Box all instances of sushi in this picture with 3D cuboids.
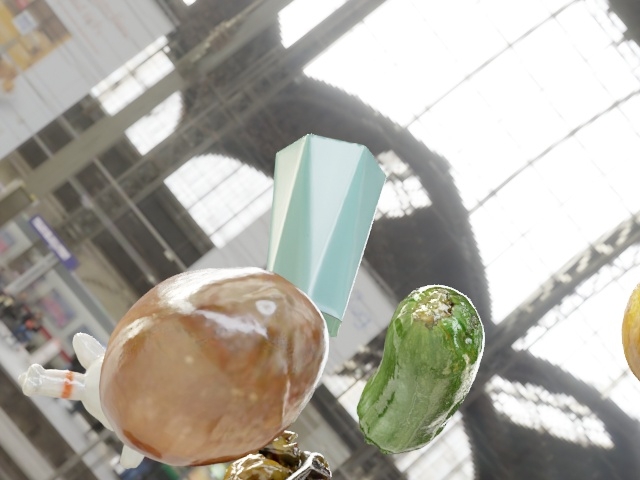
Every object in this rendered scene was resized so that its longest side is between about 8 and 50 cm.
[{"bbox_3d":[-0.076,0.351,1.319,0.200,0.204,0.213,39,-36,43],"label":"sushi"}]

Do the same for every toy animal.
[{"bbox_3d":[-0.252,0.214,1.525,0.140,0.283,0.138,-80,173,-62],"label":"toy animal"}]

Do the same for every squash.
[{"bbox_3d":[0.073,0.102,0.843,0.219,0.077,0.068,108,-34,-55],"label":"squash"}]

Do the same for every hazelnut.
[{"bbox_3d":[-0.092,0.108,1.023,0.176,0.214,0.214,56,-12,9],"label":"hazelnut"}]

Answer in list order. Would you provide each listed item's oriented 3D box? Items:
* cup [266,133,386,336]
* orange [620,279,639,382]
[{"bbox_3d":[0.000,0.000,1.443,0.134,0.235,0.148,23,-31,-26],"label":"cup"},{"bbox_3d":[0.467,0.105,1.339,0.219,0.219,0.193,116,-33,-76],"label":"orange"}]
